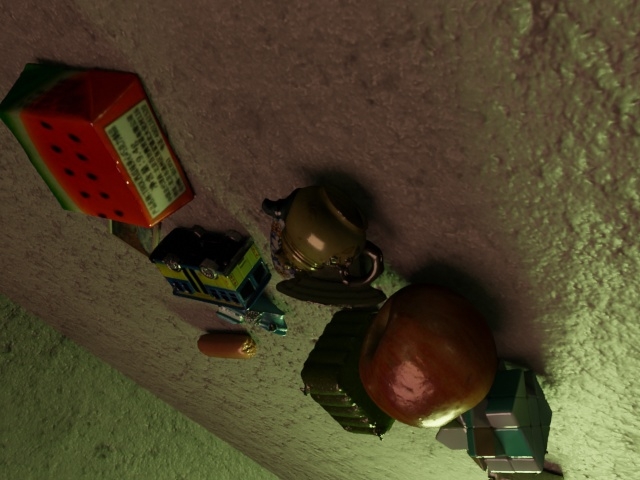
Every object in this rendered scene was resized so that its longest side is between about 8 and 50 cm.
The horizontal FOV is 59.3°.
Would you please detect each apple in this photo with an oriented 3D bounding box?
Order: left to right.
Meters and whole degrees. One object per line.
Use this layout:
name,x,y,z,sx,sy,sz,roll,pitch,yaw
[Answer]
apple,0.229,0.239,1.154,0.302,0.301,0.301,22,145,16

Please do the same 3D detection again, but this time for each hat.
hat,0.029,0.063,1.230,0.252,0.252,0.110,10,99,31

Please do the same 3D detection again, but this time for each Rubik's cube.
Rubik's cube,0.379,0.405,1.263,0.213,0.265,0.224,-16,110,36

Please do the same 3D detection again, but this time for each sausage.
sausage,-0.327,0.365,1.948,0.289,0.086,0.086,-8,129,43

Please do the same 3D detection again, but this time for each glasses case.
glasses case,-0.071,0.010,1.300,0.087,0.065,0.248,25,147,16

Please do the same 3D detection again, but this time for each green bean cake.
green bean cake,0.098,0.327,1.398,0.156,0.247,0.250,-9,129,44

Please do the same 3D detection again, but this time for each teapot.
teapot,0.000,0.000,1.106,0.269,0.173,0.182,43,111,-11
teapot,0.575,0.694,1.594,0.200,0.107,0.077,8,142,34

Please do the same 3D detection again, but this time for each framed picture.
framed picture,-0.567,-0.037,1.697,0.184,0.016,0.250,34,147,0

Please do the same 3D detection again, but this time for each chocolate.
chocolate,-0.521,-0.210,1.308,0.341,0.161,0.360,11,141,25

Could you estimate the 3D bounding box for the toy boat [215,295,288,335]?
toy boat,-0.200,0.212,1.618,0.238,0.109,0.098,21,115,17

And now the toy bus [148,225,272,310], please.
toy bus,-0.295,0.070,1.497,0.288,0.138,0.175,7,138,33
